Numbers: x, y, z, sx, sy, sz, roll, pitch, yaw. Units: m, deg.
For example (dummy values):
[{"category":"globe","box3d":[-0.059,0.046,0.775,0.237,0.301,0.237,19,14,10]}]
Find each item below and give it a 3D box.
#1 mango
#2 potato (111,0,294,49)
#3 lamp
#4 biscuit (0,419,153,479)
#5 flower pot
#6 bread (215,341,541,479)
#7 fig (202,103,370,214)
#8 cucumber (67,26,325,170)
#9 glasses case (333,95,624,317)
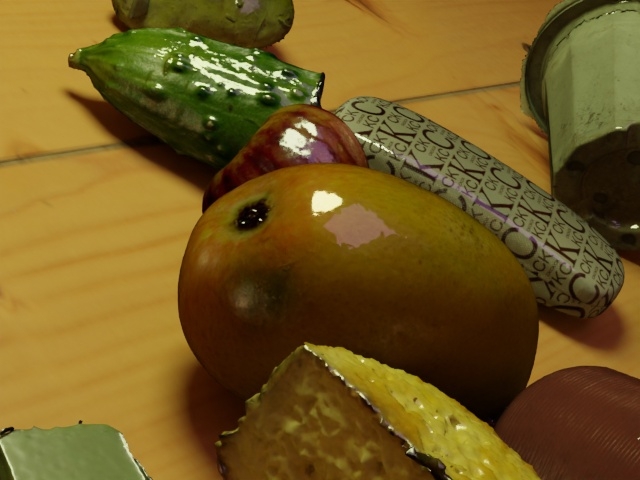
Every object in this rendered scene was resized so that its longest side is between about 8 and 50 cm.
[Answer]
[{"category":"mango","box3d":[0.041,0.056,0.917,0.317,0.211,0.173,25,28,-31]},{"category":"potato","box3d":[-0.130,-0.268,1.362,0.226,0.090,0.117,-3,49,-34]},{"category":"lamp","box3d":[0.223,0.191,0.849,0.180,0.180,0.258,5,11,-36]},{"category":"biscuit","box3d":[-0.099,0.233,0.691,0.099,0.038,0.322,-2,44,-38]},{"category":"flower pot","box3d":[0.381,-0.133,1.477,0.290,0.290,0.259,25,43,-10]},{"category":"bread","box3d":[0.066,0.187,0.791,0.261,0.160,0.147,39,24,26]},{"category":"fig","box3d":[-0.023,-0.013,1.029,0.149,0.148,0.202,-13,70,1]},{"category":"cucumber","box3d":[-0.124,-0.139,1.152,0.245,0.134,0.134,19,31,-5]},{"category":"glasses case","box3d":[0.163,-0.040,1.279,0.355,0.085,0.137,34,29,6]}]
